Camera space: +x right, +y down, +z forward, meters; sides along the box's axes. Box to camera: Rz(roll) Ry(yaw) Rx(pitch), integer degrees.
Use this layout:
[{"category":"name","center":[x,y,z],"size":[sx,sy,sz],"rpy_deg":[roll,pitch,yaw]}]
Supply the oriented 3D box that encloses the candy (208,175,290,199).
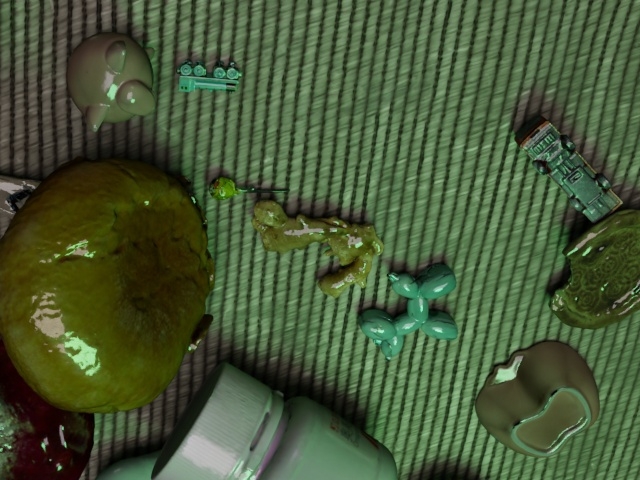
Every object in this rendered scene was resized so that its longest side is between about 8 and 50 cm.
[{"category":"candy","center":[-0.104,-0.075,1.209],"size":[0.122,0.035,0.035],"rpy_deg":[2,72,-15]}]

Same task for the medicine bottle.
[{"category":"medicine bottle","center":[-0.072,0.360,1.268],"size":[0.324,0.256,0.256],"rpy_deg":[33,106,-6]}]

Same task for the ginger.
[{"category":"ginger","center":[0.000,0.000,1.239],"size":[0.176,0.052,0.193],"rpy_deg":[-19,120,3]}]

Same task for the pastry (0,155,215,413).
[{"category":"pastry","center":[-0.275,0.057,1.092],"size":[0.163,0.356,0.356],"rpy_deg":[5,116,28]}]

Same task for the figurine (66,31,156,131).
[{"category":"figurine","center":[-0.274,-0.213,1.081],"size":[0.125,0.138,0.125],"rpy_deg":[-5,114,-11]}]

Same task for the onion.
[{"category":"onion","center":[-0.539,0.273,1.190],"size":[0.398,0.398,0.420],"rpy_deg":[24,150,-14]}]

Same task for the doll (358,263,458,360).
[{"category":"doll","center":[0.140,0.119,1.293],"size":[0.158,0.059,0.159],"rpy_deg":[-2,114,-6]}]

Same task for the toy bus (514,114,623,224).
[{"category":"toy bus","center":[0.366,-0.106,1.212],"size":[0.192,0.077,0.065],"rpy_deg":[41,105,-21]}]

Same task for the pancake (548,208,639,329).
[{"category":"pancake","center":[0.462,0.049,1.289],"size":[0.211,0.029,0.235],"rpy_deg":[-13,127,-8]}]

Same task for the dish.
[{"category":"dish","center":[0.374,0.283,1.363],"size":[0.213,0.090,0.213],"rpy_deg":[-2,113,-4]}]

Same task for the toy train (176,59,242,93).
[{"category":"toy train","center":[-0.156,-0.228,1.143],"size":[0.092,0.029,0.045],"rpy_deg":[3,119,-8]}]

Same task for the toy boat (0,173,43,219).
[{"category":"toy boat","center":[-0.430,-0.059,1.167],"size":[0.210,0.066,0.084],"rpy_deg":[15,109,-10]}]

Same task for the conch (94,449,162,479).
[{"category":"conch","center":[-0.275,0.430,1.365],"size":[0.221,0.121,0.185],"rpy_deg":[-24,142,0]}]
